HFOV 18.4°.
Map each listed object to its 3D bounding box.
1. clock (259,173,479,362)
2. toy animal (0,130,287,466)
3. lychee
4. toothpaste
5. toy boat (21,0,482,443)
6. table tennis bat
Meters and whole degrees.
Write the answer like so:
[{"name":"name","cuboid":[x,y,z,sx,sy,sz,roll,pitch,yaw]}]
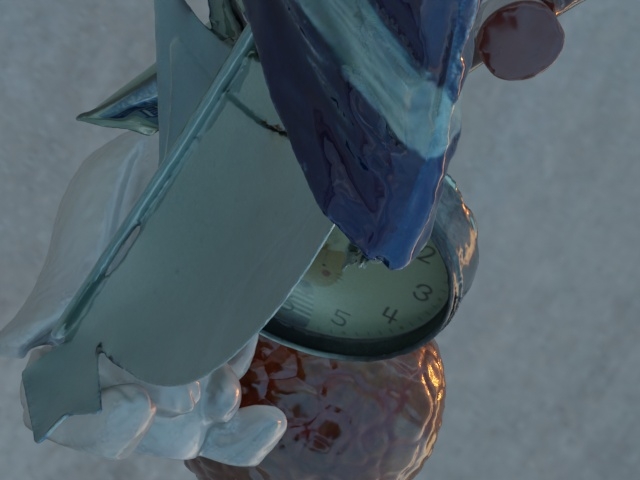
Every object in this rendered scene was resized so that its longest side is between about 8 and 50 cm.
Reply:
[{"name":"clock","cuboid":[0.000,0.000,1.408,0.226,0.226,0.049,71,33,-43]},{"name":"toy animal","cuboid":[-0.133,0.033,1.573,0.272,0.206,0.265,9,93,-51]},{"name":"lychee","cuboid":[-0.006,0.144,1.840,0.300,0.255,0.255,5,112,-64]},{"name":"toothpaste","cuboid":[-0.058,-0.138,1.334,0.047,0.268,0.069,55,38,-5]},{"name":"toy boat","cuboid":[-0.039,-0.053,0.724,0.070,0.291,0.210,13,64,-31]},{"name":"table tennis bat","cuboid":[0.108,-0.124,1.077,0.200,0.310,0.038,-32,97,11]}]
